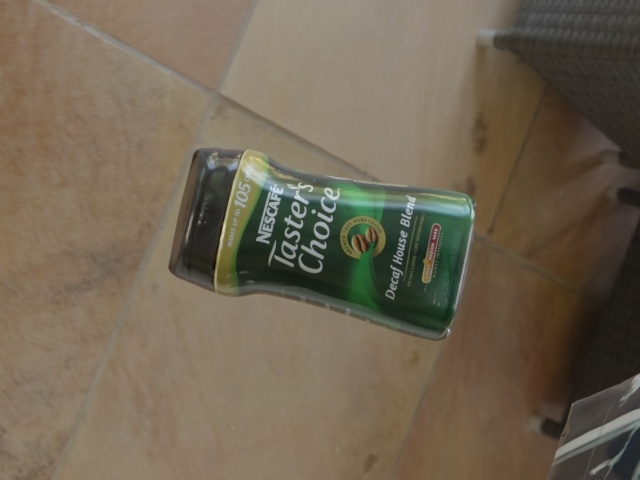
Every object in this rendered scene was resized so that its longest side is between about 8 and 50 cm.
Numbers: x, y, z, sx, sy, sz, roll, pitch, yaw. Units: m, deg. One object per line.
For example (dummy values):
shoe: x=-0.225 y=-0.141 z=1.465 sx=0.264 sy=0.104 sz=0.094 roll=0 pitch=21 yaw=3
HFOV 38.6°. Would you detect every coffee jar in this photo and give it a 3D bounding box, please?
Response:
coffee jar: x=0.000 y=0.000 z=0.582 sx=0.079 sy=0.184 sz=0.096 roll=59 pitch=42 yaw=-84

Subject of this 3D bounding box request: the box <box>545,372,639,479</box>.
box: x=0.243 y=0.226 z=0.208 sx=0.297 sy=0.472 sz=0.480 roll=35 pitch=54 yaw=-3
